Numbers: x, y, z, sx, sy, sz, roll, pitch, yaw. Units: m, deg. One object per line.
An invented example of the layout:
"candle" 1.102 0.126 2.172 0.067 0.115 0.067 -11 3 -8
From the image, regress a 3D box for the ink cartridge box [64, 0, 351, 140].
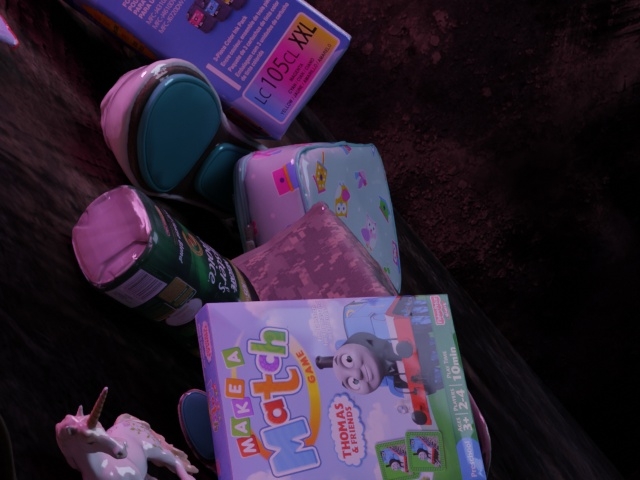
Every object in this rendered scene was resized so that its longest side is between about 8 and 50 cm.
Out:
"ink cartridge box" -0.180 -0.289 1.554 0.395 0.151 0.270 37 -2 -10

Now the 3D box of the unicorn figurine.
"unicorn figurine" -0.121 0.146 0.830 0.111 0.060 0.162 51 -7 -5

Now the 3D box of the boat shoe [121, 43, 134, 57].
"boat shoe" -0.254 -0.321 1.826 0.092 0.103 0.285 45 6 -9

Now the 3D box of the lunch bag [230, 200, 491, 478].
"lunch bag" 0.046 0.147 1.276 0.287 0.169 0.235 58 0 -35

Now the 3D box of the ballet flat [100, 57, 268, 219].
"ballet flat" -0.166 -0.116 1.444 0.139 0.139 0.400 55 5 18

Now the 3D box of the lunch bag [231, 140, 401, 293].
"lunch bag" 0.000 0.000 1.528 0.279 0.107 0.224 -12 94 -66

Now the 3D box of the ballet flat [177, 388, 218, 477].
"ballet flat" -0.074 0.167 1.027 0.114 0.041 0.041 53 9 4

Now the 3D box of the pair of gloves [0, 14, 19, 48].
"pair of gloves" -0.362 -0.247 1.241 0.198 0.023 0.159 54 11 18

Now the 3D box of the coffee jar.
"coffee jar" -0.125 0.034 1.133 0.184 0.079 0.096 42 14 -49

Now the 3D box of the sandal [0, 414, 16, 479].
"sandal" -0.173 0.109 0.589 0.303 0.086 0.120 53 9 6

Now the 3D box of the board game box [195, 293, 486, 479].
"board game box" 0.016 0.125 1.036 0.039 0.211 0.160 133 -49 -59
